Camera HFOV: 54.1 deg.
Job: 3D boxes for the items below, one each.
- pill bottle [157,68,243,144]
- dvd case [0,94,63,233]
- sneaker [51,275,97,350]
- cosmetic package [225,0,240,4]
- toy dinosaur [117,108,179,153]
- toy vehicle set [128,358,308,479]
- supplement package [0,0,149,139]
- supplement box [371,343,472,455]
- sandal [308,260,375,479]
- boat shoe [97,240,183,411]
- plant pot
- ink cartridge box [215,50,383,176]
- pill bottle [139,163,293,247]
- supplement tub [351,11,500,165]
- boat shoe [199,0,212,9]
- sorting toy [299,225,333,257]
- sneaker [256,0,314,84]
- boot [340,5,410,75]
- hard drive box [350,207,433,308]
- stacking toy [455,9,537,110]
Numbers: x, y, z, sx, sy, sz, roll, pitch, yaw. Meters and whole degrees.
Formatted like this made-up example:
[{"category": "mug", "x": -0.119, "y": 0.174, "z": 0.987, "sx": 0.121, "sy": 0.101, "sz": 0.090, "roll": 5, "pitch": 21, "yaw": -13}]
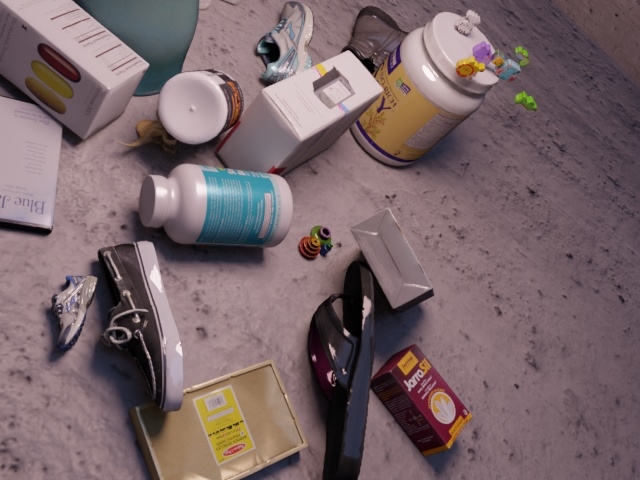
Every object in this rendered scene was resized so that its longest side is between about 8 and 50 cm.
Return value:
[{"category": "pill bottle", "x": -0.223, "y": -0.269, "z": 1.228, "sx": 0.130, "sy": 0.130, "sz": 0.246, "roll": 40, "pitch": 15, "yaw": -9}, {"category": "dvd case", "x": -0.536, "y": -0.138, "z": 1.052, "sx": 0.180, "sy": 0.022, "sz": 0.253, "roll": 10, "pitch": 58, "yaw": -30}, {"category": "sneaker", "x": -0.398, "y": 0.112, "z": 0.988, "sx": 0.058, "sy": 0.052, "sz": 0.135, "roll": 16, "pitch": 47, "yaw": -15}, {"category": "cosmetic package", "x": -0.305, "y": -0.821, "z": 1.419, "sx": 0.393, "sy": 0.327, "sz": 0.330, "roll": 9, "pitch": 59, "yaw": -32}, {"category": "toy dinosaur", "x": -0.324, "y": -0.207, "z": 1.235, "sx": 0.092, "sy": 0.053, "sz": 0.183, "roll": 25, "pitch": 42, "yaw": -2}, {"category": "toy vehicle set", "x": -0.161, "y": 0.313, "z": 1.035, "sx": 0.266, "sy": 0.035, "sz": 0.166, "roll": -12, "pitch": 71, "yaw": -39}, {"category": "supplement package", "x": -0.461, "y": -0.327, "z": 1.123, "sx": 0.244, "sy": 0.139, "sz": 0.134, "roll": 39, "pitch": 38, "yaw": -7}, {"category": "supplement box", "x": 0.199, "y": 0.318, "z": 1.255, "sx": 0.188, "sy": 0.081, "sz": 0.104, "roll": 52, "pitch": 48, "yaw": 3}, {"category": "sandal", "x": 0.030, "y": 0.219, "z": 1.151, "sx": 0.107, "sy": 0.168, "sz": 0.446, "roll": 13, "pitch": 55, "yaw": -8}, {"category": "boat shoe", "x": -0.294, "y": 0.132, "z": 0.996, "sx": 0.104, "sy": 0.113, "sz": 0.306, "roll": -5, "pitch": 61, "yaw": -28}, {"category": "plant pot", "x": -0.354, "y": -0.468, "z": 1.221, "sx": 0.271, "sy": 0.255, "sz": 0.272, "roll": 17, "pitch": 55, "yaw": -27}, {"category": "ink cartridge box", "x": -0.042, "y": -0.253, "z": 1.331, "sx": 0.131, "sy": 0.226, "sz": 0.306, "roll": 50, "pitch": 46, "yaw": 0}, {"category": "pill bottle", "x": -0.194, "y": -0.063, "z": 1.163, "sx": 0.264, "sy": 0.146, "sz": 0.146, "roll": 3, "pitch": 62, "yaw": -35}, {"category": "supplement tub", "x": 0.246, "y": -0.360, "z": 1.523, "sx": 0.241, "sy": 0.331, "sz": 0.241, "roll": 17, "pitch": 55, "yaw": -26}, {"category": "boat shoe", "x": -0.330, "y": -0.586, "z": 1.437, "sx": 0.184, "sy": 0.063, "sz": 0.066, "roll": 13, "pitch": 57, "yaw": -29}, {"category": "sorting toy", "x": 0.000, "y": 0.000, "z": 1.332, "sx": 0.061, "sy": 0.042, "sz": 0.102, "roll": 47, "pitch": 47, "yaw": -2}, {"category": "sneaker", "x": -0.088, "y": -0.487, "z": 1.520, "sx": 0.122, "sy": 0.110, "sz": 0.283, "roll": 13, "pitch": 57, "yaw": -25}, {"category": "boot", "x": 0.221, "y": -0.491, "z": 1.750, "sx": 0.338, "sy": 0.118, "sz": 0.223, "roll": 23, "pitch": 55, "yaw": -9}, {"category": "hard drive box", "x": 0.154, "y": 0.048, "z": 1.294, "sx": 0.181, "sy": 0.089, "sz": 0.232, "roll": 63, "pitch": 6, "yaw": 12}, {"category": "stacking toy", "x": 0.387, "y": -0.391, "z": 1.387, "sx": 0.221, "sy": 0.052, "sz": 0.167, "roll": 24, "pitch": 54, "yaw": -25}]
